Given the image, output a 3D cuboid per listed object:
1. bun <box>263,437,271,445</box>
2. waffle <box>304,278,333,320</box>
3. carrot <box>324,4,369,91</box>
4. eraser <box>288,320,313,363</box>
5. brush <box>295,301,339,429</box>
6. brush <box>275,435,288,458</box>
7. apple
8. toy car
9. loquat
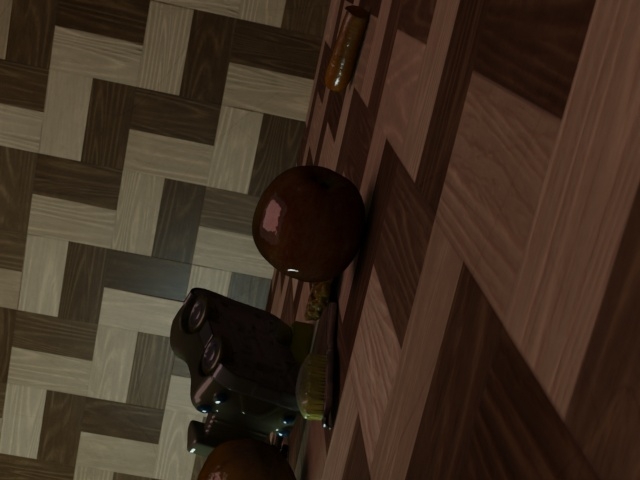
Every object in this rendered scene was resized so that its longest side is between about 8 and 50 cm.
[{"bbox_3d":[-0.167,0.559,2.482,0.115,0.069,0.115,-45,-27,-31],"label":"bun"},{"bbox_3d":[0.006,0.072,1.827,0.191,0.038,0.191,-165,90,-89],"label":"waffle"},{"bbox_3d":[0.058,-0.440,2.216,0.067,0.067,0.225,-85,10,-46],"label":"carrot"},{"bbox_3d":[-0.051,0.234,2.107,0.122,0.045,0.097,128,152,-75],"label":"eraser"},{"bbox_3d":[-0.003,0.200,1.638,0.313,0.067,0.072,-84,7,-58],"label":"brush"},{"bbox_3d":[-0.086,0.455,2.112,0.248,0.036,0.043,-76,4,-63],"label":"brush"},{"bbox_3d":[-0.017,-0.031,1.588,0.188,0.188,0.174,-90,17,-62],"label":"apple"},{"bbox_3d":[-0.182,0.276,1.955,0.226,0.242,0.336,-60,29,14],"label":"toy car"},{"bbox_3d":[-0.137,0.483,1.742,0.238,0.193,0.238,-178,90,-86],"label":"loquat"}]
